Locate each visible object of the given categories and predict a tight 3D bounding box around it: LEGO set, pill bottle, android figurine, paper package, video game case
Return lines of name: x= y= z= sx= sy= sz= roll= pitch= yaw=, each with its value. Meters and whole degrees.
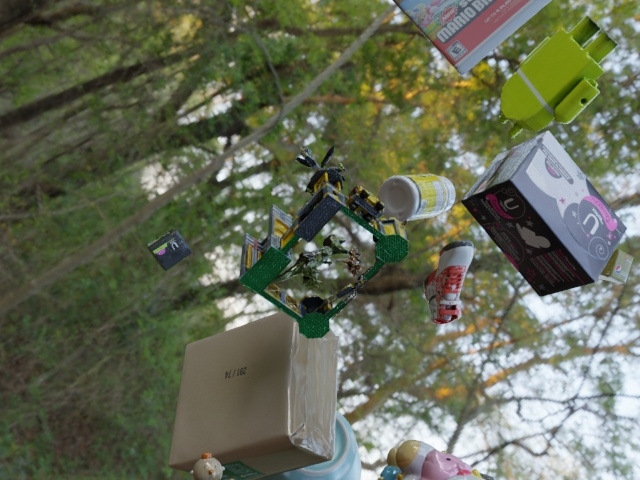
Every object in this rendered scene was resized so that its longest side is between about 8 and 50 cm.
LEGO set: x=0.000 y=0.000 z=1.513 sx=0.255 sy=0.331 sz=0.192 roll=28 pitch=25 yaw=-17
pill bottle: x=0.252 y=-0.113 z=2.063 sx=0.119 sy=0.208 sz=0.119 roll=6 pitch=-81 yaw=39
android figurine: x=0.471 y=-0.326 z=1.632 sx=0.056 sy=0.273 sz=0.248 roll=31 pitch=25 yaw=-28
paper package: x=-0.135 y=0.336 z=1.696 sx=0.168 sy=0.325 sz=0.309 roll=42 pitch=38 yaw=-40
video game case: x=0.243 y=-0.415 z=1.320 sx=0.025 sy=0.204 sz=0.285 roll=38 pitch=17 yaw=-44

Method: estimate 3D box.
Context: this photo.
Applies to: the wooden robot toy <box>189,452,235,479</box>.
wooden robot toy: x=-0.123 y=0.292 z=0.956 sx=0.076 sy=0.173 sz=0.079 roll=133 pitch=-48 yaw=-67

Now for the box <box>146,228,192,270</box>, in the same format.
box: x=-0.281 y=0.016 z=1.488 sx=0.052 sy=0.062 sz=0.083 roll=58 pitch=-12 yaw=-13

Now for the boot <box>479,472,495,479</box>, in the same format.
boot: x=0.457 y=0.653 z=2.136 sx=0.219 sy=0.106 sz=0.082 roll=-3 pitch=-81 yaw=33

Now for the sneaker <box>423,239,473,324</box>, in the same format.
sneaker: x=0.344 y=0.119 z=2.084 sx=0.270 sy=0.090 sz=0.145 roll=112 pitch=-25 yaw=-57

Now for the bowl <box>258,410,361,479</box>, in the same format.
bowl: x=-0.032 y=0.519 z=1.967 sx=0.311 sy=0.311 sz=0.163 roll=52 pitch=-33 yaw=26

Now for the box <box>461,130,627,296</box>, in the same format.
box: x=0.414 y=-0.047 z=1.472 sx=0.247 sy=0.163 sz=0.142 roll=49 pitch=-32 yaw=-11

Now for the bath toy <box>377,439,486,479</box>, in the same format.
bath toy: x=0.204 y=0.423 z=1.373 sx=0.348 sy=0.129 sz=0.151 roll=150 pitch=-75 yaw=-75

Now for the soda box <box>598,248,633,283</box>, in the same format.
soda box: x=0.556 y=0.041 z=1.683 sx=0.058 sy=0.061 sz=0.181 roll=22 pitch=-5 yaw=-37
